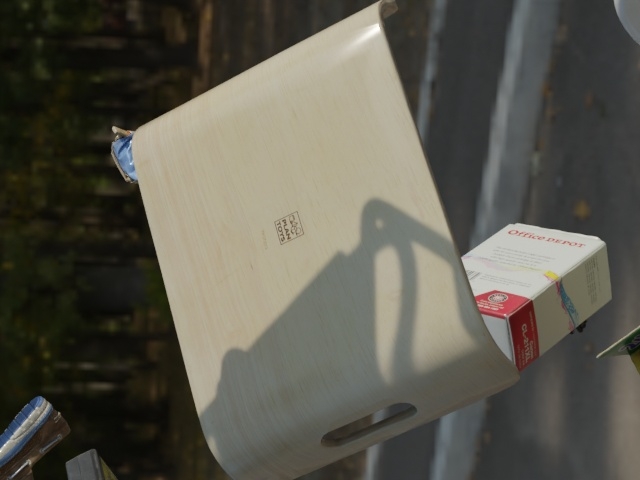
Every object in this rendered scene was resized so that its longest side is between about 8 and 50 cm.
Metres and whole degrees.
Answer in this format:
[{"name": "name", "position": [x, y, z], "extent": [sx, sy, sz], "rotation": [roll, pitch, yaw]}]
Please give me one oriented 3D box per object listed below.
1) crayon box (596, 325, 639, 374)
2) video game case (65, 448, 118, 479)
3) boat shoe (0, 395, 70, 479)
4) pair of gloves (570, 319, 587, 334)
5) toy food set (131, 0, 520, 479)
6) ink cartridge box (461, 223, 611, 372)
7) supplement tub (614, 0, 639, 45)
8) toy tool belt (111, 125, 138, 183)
[{"name": "crayon box", "position": [0.449, 0.087, 1.526], "extent": [0.203, 0.323, 0.083], "rotation": [-43, 61, 39]}, {"name": "video game case", "position": [-0.141, 0.358, 1.411], "extent": [0.248, 0.035, 0.275], "rotation": [61, -177, -38]}, {"name": "boat shoe", "position": [-0.374, 0.277, 1.884], "extent": [0.183, 0.066, 0.066], "rotation": [-48, 16, -6]}, {"name": "pair of gloves", "position": [0.283, 0.099, 1.915], "extent": [0.074, 0.083, 0.010], "rotation": [53, -166, -39]}, {"name": "toy food set", "position": [0.000, 0.000, 1.132], "extent": [0.092, 0.220, 0.306], "rotation": [24, -135, -60]}, {"name": "ink cartridge box", "position": [0.198, 0.057, 1.605], "extent": [0.127, 0.175, 0.072], "rotation": [12, 123, 43]}, {"name": "supplement tub", "position": [0.365, -0.272, 1.434], "extent": [0.199, 0.144, 0.144], "rotation": [-60, -8, -30]}, {"name": "toy tool belt", "position": [-0.184, -0.080, 1.607], "extent": [0.083, 0.052, 0.051], "rotation": [54, -174, 22]}]
